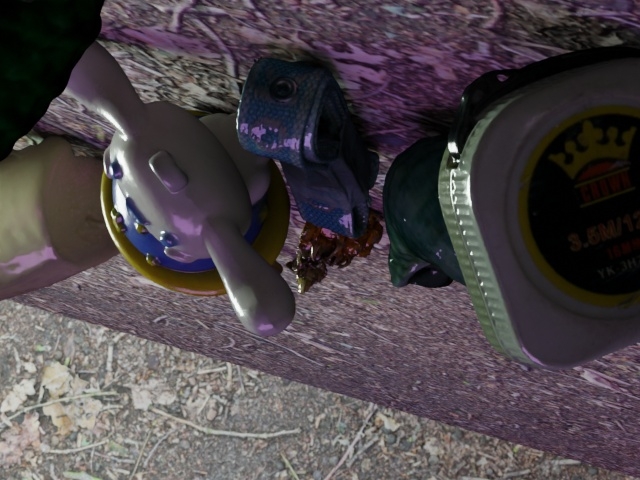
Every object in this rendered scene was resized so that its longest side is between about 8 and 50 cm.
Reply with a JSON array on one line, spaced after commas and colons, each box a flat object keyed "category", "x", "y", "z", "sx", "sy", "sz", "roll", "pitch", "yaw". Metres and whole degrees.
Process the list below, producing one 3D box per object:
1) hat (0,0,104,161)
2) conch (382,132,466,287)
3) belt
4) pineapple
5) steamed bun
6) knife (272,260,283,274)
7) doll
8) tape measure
[{"category": "hat", "x": -0.297, "y": -0.183, "z": 1.222, "sx": 0.242, "sy": 0.274, "sz": 0.332, "roll": 38, "pitch": 177, "yaw": -40}, {"category": "conch", "x": 0.140, "y": -0.019, "z": 1.620, "sx": 0.202, "sy": 0.134, "sz": 0.196, "roll": 5, "pitch": -178, "yaw": 37}, {"category": "belt", "x": -0.007, "y": -0.074, "z": 1.662, "sx": 0.072, "sy": 0.087, "sz": 0.302, "roll": 9, "pitch": 168, "yaw": 13}, {"category": "pineapple", "x": 0.000, "y": 0.000, "z": 2.018, "sx": 0.077, "sy": 0.114, "sz": 0.114, "roll": 32, "pitch": 176, "yaw": 39}, {"category": "steamed bun", "x": -0.308, "y": -0.038, "z": 2.177, "sx": 0.225, "sy": 0.170, "sz": 0.200, "roll": -15, "pitch": -174, "yaw": 34}, {"category": "knife", "x": -0.114, "y": -0.016, "z": 2.296, "sx": 0.047, "sy": 0.017, "sz": 0.298, "roll": 8, "pitch": 162, "yaw": 32}, {"category": "doll", "x": -0.089, "y": -0.032, "z": 1.722, "sx": 0.311, "sy": 0.159, "sz": 0.242, "roll": 52, "pitch": 161, "yaw": 26}, {"category": "tape measure", "x": 0.201, "y": -0.035, "z": 1.327, "sx": 0.235, "sy": 0.207, "sz": 0.115, "roll": -20, "pitch": -177, "yaw": -11}]
